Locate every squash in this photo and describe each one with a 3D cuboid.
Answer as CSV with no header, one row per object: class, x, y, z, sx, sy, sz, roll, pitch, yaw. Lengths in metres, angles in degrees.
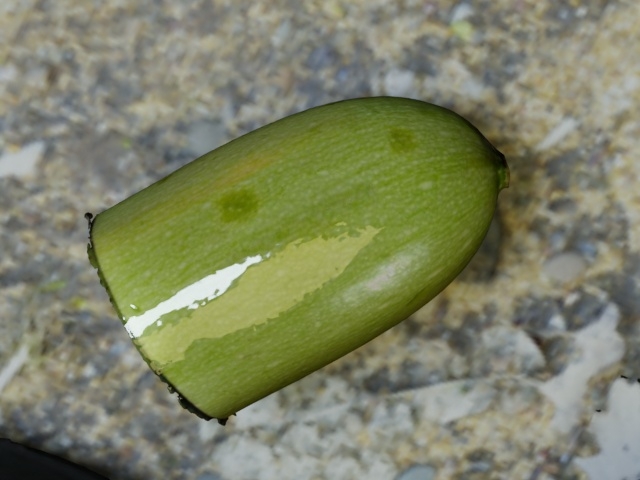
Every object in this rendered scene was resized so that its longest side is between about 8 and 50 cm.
squash,0.000,0.000,0.892,0.187,0.123,0.123,-26,113,7

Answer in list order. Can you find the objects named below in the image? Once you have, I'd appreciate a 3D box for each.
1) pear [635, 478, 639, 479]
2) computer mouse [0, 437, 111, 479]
pear,0.184,0.211,0.968,0.200,0.200,0.200,-2,113,-5
computer mouse,-0.167,0.179,0.961,0.269,0.100,0.170,19,108,-9
